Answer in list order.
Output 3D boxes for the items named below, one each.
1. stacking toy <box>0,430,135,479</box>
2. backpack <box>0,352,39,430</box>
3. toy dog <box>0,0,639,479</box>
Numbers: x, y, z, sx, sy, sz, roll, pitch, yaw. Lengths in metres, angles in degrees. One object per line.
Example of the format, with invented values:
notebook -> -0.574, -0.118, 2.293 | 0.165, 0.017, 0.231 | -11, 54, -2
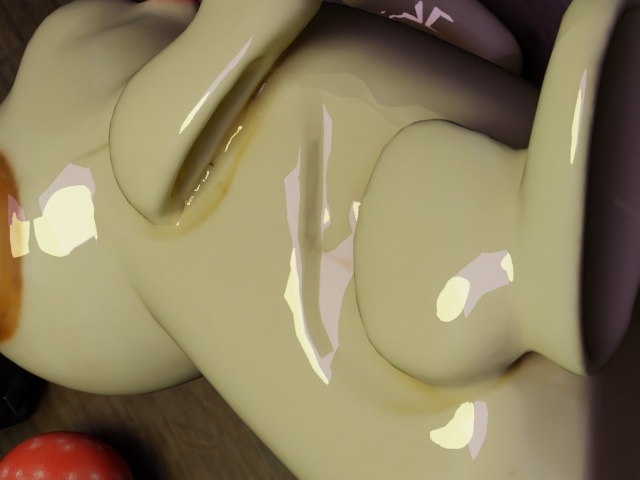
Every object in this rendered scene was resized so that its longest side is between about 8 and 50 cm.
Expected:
stacking toy -> -0.163, 0.276, 1.101 | 0.141, 0.141, 0.330 | 0, 87, 27
backpack -> -0.285, 0.050, 1.147 | 0.188, 0.144, 0.166 | -2, 96, 30
toy dog -> 0.000, 0.000, 0.949 | 0.408, 0.284, 0.395 | 14, 109, 31
